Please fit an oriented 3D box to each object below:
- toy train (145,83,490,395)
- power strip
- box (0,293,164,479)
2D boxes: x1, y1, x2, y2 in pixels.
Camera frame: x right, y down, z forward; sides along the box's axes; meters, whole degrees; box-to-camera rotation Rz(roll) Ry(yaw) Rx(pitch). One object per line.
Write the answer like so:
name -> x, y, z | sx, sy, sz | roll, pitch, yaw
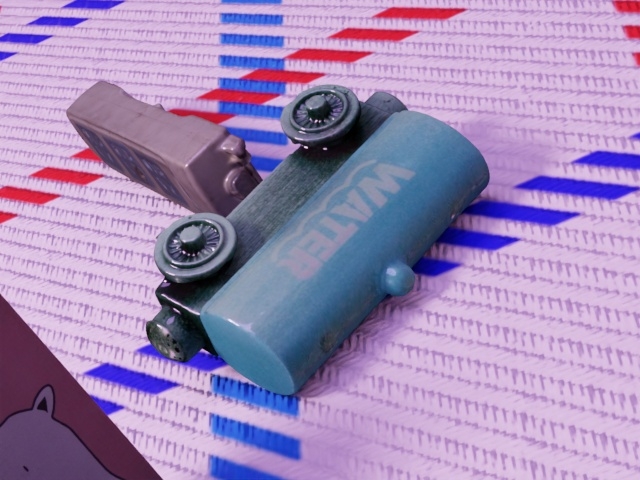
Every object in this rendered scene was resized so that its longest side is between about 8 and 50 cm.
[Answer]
toy train -> 0.000, 0.000, 1.191 | 0.159, 0.101, 0.248 | 26, 61, 37
power strip -> -0.125, -0.071, 1.404 | 0.048, 0.080, 0.286 | -41, 31, -13
box -> -0.207, 0.167, 1.001 | 0.086, 0.215, 0.215 | -6, 37, 54
